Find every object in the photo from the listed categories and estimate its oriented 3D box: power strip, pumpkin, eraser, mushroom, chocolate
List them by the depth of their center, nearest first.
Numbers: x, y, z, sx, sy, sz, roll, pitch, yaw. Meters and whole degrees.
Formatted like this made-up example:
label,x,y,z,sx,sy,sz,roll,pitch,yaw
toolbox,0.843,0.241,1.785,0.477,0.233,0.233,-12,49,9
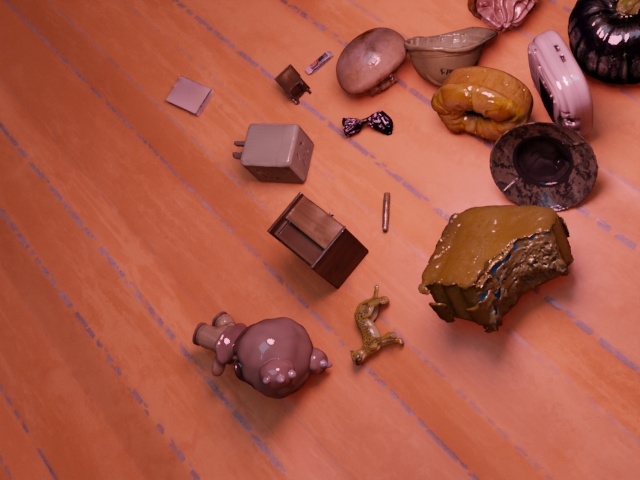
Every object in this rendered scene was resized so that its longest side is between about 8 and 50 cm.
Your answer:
label,x,y,z,sx,sy,sz,roll,pitch,yaw
pumpkin,0.757,-0.544,1.642,0.295,0.296,0.296,-7,70,19
mushroom,0.154,-0.511,1.927,0.226,0.178,0.226,-42,21,20
chocolate,0.139,-0.340,1.940,0.147,0.072,0.070,-5,30,12
power strip,-0.153,-0.260,1.979,0.224,0.140,0.139,5,75,24
eraser,-0.003,-0.559,2.087,0.099,0.019,0.027,-39,63,7
eraser,-0.440,-0.485,2.232,0.150,0.023,0.104,28,84,27

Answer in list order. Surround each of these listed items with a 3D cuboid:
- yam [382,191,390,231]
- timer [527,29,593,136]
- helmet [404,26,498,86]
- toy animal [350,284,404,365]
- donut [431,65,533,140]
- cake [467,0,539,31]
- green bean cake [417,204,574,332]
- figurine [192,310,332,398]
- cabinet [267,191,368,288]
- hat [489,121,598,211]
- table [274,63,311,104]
label,x,y,z,sx,sy,sz,roll,pitch,yaw
yam,0.182,-0.080,1.851,0.021,0.021,0.116,-1,71,21
timer,0.594,-0.381,1.655,0.087,0.262,0.237,-23,65,14
helmet,0.365,-0.503,1.862,0.257,0.137,0.204,-11,28,-7
toy animal,0.127,0.221,1.746,0.136,0.073,0.181,-25,68,20
donut,0.422,-0.360,1.737,0.261,0.208,0.128,20,75,37
cake,0.494,-0.661,1.830,0.207,0.185,0.178,15,73,2
green bean cake,0.425,0.078,1.572,0.285,0.202,0.310,7,50,44
figurine,-0.169,0.287,1.772,0.380,0.248,0.203,14,97,36
cabinet,0.000,0.000,1.786,0.175,0.215,0.148,39,89,27
hat,0.560,-0.210,1.680,0.265,0.265,0.128,-4,34,20
table,-0.080,-0.480,2.057,0.070,0.083,0.082,-42,69,7
